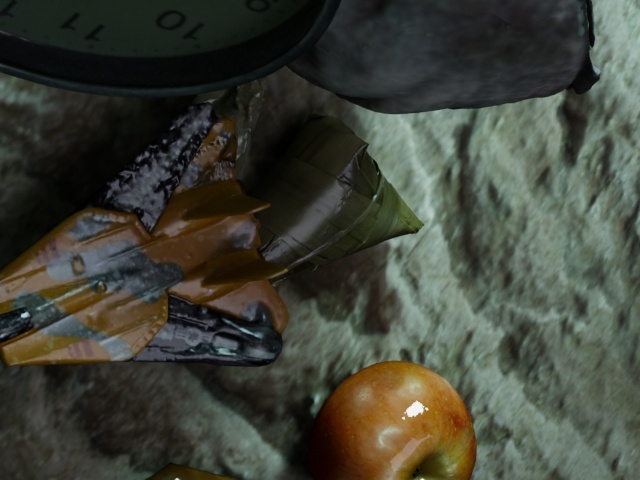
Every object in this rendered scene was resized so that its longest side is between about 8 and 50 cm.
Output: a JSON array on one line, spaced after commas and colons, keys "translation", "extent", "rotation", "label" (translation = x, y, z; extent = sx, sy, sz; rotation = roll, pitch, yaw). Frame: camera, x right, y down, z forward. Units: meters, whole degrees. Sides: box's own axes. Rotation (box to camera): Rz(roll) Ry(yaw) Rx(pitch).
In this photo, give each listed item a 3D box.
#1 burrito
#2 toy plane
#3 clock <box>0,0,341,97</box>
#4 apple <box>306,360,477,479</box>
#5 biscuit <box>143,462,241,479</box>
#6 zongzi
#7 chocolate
[{"translation": [-0.107, -0.029, 1.185], "extent": [0.229, 0.063, 0.058], "rotation": [-61, 179, 15], "label": "burrito"}, {"translation": [-0.182, 0.039, 1.101], "extent": [0.316, 0.103, 0.204], "rotation": [-19, 105, -15], "label": "toy plane"}, {"translation": [-0.134, -0.189, 0.878], "extent": [0.319, 0.319, 0.066], "rotation": [42, 48, -48], "label": "clock"}, {"translation": [0.064, 0.190, 1.421], "extent": [0.163, 0.139, 0.163], "rotation": [-12, 116, -26], "label": "apple"}, {"translation": [-0.114, 0.368, 1.324], "extent": [0.359, 0.046, 0.359], "rotation": [-1, 91, -46], "label": "biscuit"}, {"translation": [0.000, 0.000, 1.289], "extent": [0.160, 0.078, 0.176], "rotation": [-46, 141, -6], "label": "zongzi"}, {"translation": [0.039, -0.204, 1.064], "extent": [0.213, 0.303, 0.303], "rotation": [-20, 131, -2], "label": "chocolate"}]
